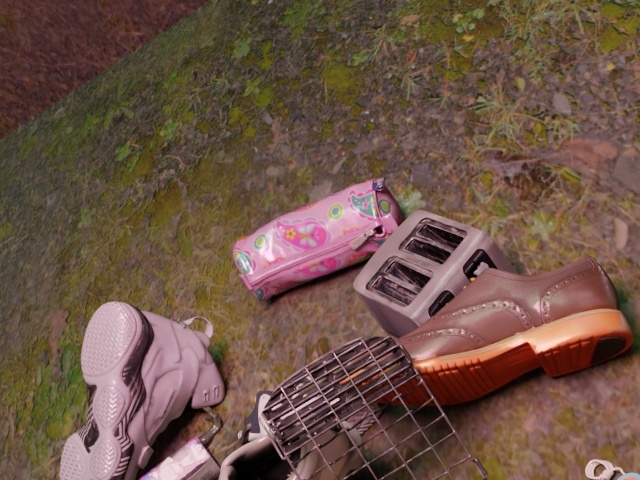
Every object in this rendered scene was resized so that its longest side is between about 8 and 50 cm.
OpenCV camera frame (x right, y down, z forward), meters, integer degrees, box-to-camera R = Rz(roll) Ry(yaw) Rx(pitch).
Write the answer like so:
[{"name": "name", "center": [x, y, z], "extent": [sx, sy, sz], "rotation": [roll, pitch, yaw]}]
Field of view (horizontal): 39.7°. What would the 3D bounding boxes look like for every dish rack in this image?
[{"name": "dish rack", "center": [0.065, 0.251, 0.993], "extent": [0.208, 0.074, 0.272], "rotation": [-27, 74, -20]}]

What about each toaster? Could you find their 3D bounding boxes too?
[{"name": "toaster", "center": [0.158, 0.059, 1.258], "extent": [0.168, 0.110, 0.185], "rotation": [-47, 37, -14]}]

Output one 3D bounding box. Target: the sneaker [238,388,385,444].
[{"name": "sneaker", "center": [-0.022, 0.230, 1.237], "extent": [0.235, 0.094, 0.153], "rotation": [-50, 45, 1]}]

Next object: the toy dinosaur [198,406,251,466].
[{"name": "toy dinosaur", "center": [-0.167, 0.312, 1.258], "extent": [0.268, 0.064, 0.118], "rotation": [-47, 19, 23]}]

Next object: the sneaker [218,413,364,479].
[{"name": "sneaker", "center": [-0.102, 0.332, 1.077], "extent": [0.330, 0.146, 0.122], "rotation": [-51, 52, 1]}]

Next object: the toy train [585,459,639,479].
[{"name": "toy train", "center": [0.293, 0.302, 0.935], "extent": [0.125, 0.046, 0.166], "rotation": [6, 55, 43]}]

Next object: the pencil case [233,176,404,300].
[{"name": "pencil case", "center": [0.000, 0.000, 1.445], "extent": [0.284, 0.124, 0.124], "rotation": [-22, 39, 19]}]

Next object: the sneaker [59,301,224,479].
[{"name": "sneaker", "center": [-0.266, 0.280, 1.366], "extent": [0.137, 0.210, 0.366], "rotation": [9, 91, 46]}]

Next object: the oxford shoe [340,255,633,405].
[{"name": "oxford shoe", "center": [0.193, 0.118, 1.120], "extent": [0.363, 0.130, 0.133], "rotation": [-14, 59, 9]}]

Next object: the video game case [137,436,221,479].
[{"name": "video game case", "center": [-0.206, 0.358, 1.128], "extent": [0.210, 0.232, 0.042], "rotation": [-37, 64, -12]}]
